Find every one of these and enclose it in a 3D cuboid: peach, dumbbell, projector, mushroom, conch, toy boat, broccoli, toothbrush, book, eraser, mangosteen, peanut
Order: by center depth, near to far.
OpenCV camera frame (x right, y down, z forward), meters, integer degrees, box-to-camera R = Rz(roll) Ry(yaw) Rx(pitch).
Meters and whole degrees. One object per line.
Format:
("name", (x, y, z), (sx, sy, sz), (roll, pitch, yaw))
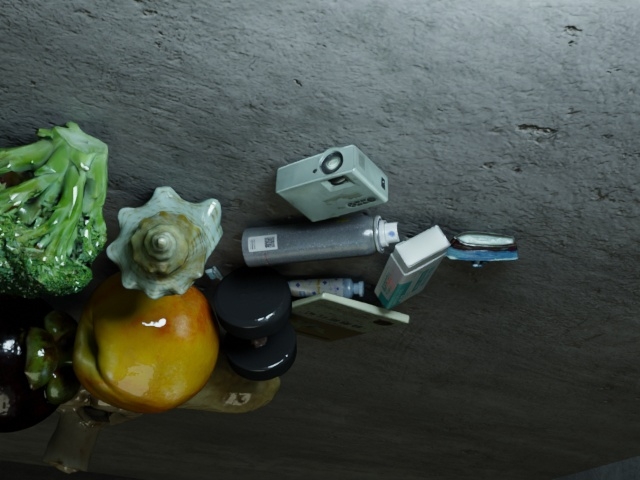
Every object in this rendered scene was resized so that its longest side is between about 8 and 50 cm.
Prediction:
("broccoli", (-0.444, -0.056, 1.354), (0.308, 0.308, 0.275), (22, 112, -34))
("projector", (0.018, -0.093, 1.431), (0.147, 0.061, 0.115), (-15, 149, 29))
("conch", (-0.260, -0.008, 1.529), (0.203, 0.170, 0.386), (-22, -166, -5))
("toy boat", (0.292, 0.019, 1.629), (0.137, 0.060, 0.061), (1, 131, -6))
("eraser", (0.168, 0.054, 1.664), (0.095, 0.052, 0.225), (-26, 162, -17))
("peach", (-0.330, 0.194, 1.783), (0.308, 0.289, 0.289), (5, 157, -41))
("dumbbell", (-0.127, 0.170, 1.807), (0.152, 0.152, 0.218), (0, 141, 4))
("mangosteen", (-0.647, 0.252, 1.866), (0.330, 0.330, 0.330), (1, 153, 1))
("toothbrush", (-0.194, 0.118, 1.894), (0.026, 0.022, 0.263), (-16, 150, 3))
("book", (0.014, 0.169, 1.926), (0.217, 0.021, 0.310), (17, 158, -28))
("peanut", (-0.275, 0.317, 2.131), (0.387, 0.170, 0.192), (13, 146, -28))
("mushroom", (-0.574, 0.428, 2.223), (0.292, 0.290, 0.292), (5, 155, 2))

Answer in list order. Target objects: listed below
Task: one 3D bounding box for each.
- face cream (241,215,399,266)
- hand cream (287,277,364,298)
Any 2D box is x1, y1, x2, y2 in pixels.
("face cream", (0.000, 0.000, 1.597), (0.283, 0.073, 0.073), (-6, 152, 15))
("hand cream", (0.003, 0.097, 1.820), (0.170, 0.043, 0.065), (1, 157, 11))
